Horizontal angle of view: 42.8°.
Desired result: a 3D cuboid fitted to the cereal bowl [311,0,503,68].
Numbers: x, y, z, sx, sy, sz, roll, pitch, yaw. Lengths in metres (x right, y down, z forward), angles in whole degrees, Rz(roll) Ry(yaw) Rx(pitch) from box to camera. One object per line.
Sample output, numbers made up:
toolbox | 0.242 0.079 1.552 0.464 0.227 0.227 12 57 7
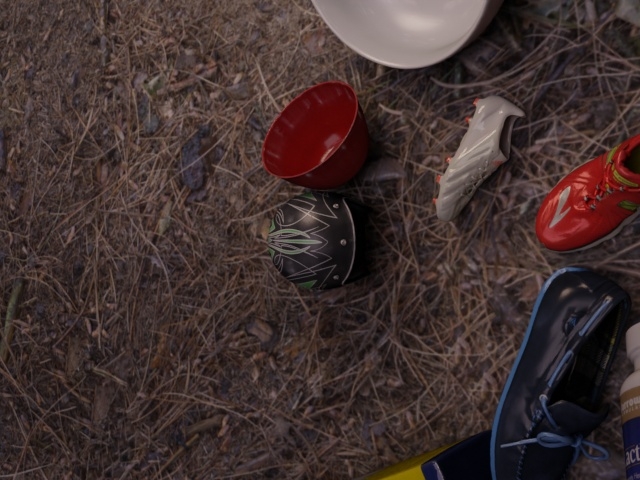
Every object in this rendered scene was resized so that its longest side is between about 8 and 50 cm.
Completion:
cereal bowl | 0.128 -0.420 1.139 0.338 0.141 0.339 28 137 30

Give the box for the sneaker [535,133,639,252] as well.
sneaker | 0.378 -0.081 1.030 0.279 0.118 0.107 -39 70 29

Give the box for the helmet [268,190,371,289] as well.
helmet | 0.000 0.000 1.262 0.169 0.161 0.170 1 93 34

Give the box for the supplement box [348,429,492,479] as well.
supplement box | 0.104 0.438 1.189 0.356 0.194 0.195 -30 75 32

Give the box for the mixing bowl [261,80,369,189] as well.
mixing bowl | 0.009 -0.147 1.272 0.181 0.098 0.182 -24 47 28

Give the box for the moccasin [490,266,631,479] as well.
moccasin | 0.311 0.208 1.064 0.116 0.137 0.342 22 106 55

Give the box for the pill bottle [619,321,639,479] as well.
pill bottle | 0.429 0.229 0.943 0.153 0.153 0.265 -15 57 34

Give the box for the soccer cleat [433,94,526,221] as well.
soccer cleat | 0.224 -0.110 1.167 0.076 0.068 0.196 29 104 27
